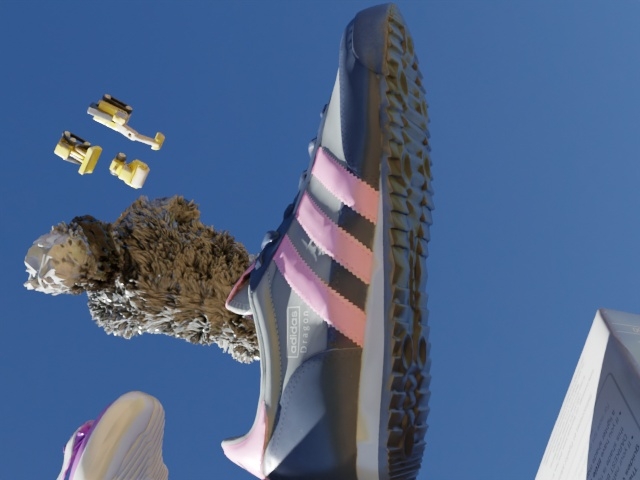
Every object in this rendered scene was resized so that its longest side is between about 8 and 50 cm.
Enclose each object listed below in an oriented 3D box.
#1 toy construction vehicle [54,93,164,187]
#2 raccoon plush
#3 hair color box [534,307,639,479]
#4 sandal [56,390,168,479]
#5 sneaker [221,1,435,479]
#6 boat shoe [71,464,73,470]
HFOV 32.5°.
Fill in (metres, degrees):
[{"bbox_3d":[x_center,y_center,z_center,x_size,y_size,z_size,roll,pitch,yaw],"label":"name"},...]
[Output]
[{"bbox_3d":[-0.217,-0.097,1.119,0.098,0.086,0.035,30,-155,-4],"label":"toy construction vehicle"},{"bbox_3d":[-0.176,0.096,1.507,0.446,0.299,0.216,-30,-41,-67],"label":"raccoon plush"},{"bbox_3d":[0.246,0.216,0.691,0.114,0.374,0.185,10,-66,-7],"label":"hair color box"},{"bbox_3d":[-0.252,0.272,1.236,0.102,0.416,0.169,24,-117,7],"label":"sandal"},{"bbox_3d":[0.000,0.000,0.698,0.112,0.131,0.319,38,-127,-63],"label":"sneaker"},{"bbox_3d":[-0.305,0.371,1.474,0.066,0.066,0.183,-22,-75,-43],"label":"boat shoe"}]
